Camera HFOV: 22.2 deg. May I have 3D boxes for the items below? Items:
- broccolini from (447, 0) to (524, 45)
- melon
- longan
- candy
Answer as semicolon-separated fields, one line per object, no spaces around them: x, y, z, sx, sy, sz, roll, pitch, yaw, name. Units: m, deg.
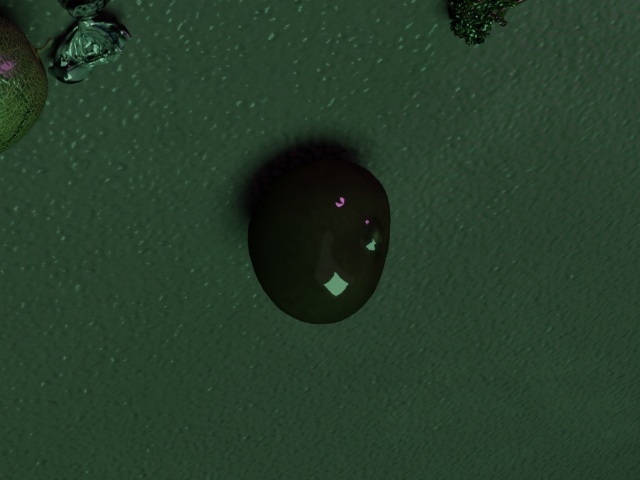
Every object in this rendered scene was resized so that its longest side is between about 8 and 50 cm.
0.219;-0.277;1.695;0.201;0.058;0.074;-29;150;9;broccolini
-0.333;-0.141;1.513;0.192;0.139;0.139;-26;143;0;melon
0.000;0.000;1.836;0.189;0.189;0.189;-14;143;-11;longan
-0.228;-0.234;1.523;0.094;0.051;0.226;-10;142;-11;candy
